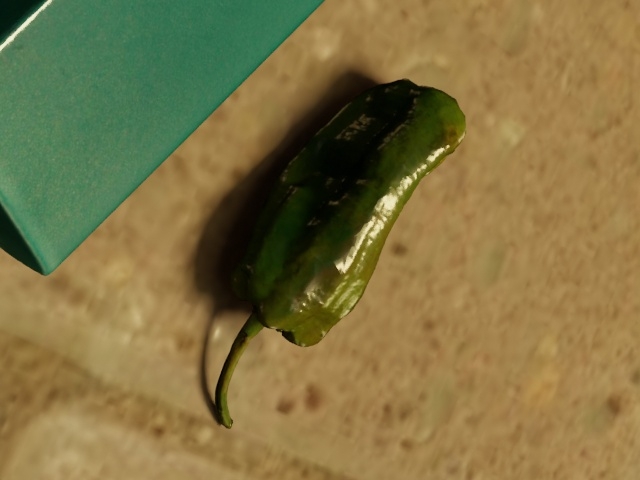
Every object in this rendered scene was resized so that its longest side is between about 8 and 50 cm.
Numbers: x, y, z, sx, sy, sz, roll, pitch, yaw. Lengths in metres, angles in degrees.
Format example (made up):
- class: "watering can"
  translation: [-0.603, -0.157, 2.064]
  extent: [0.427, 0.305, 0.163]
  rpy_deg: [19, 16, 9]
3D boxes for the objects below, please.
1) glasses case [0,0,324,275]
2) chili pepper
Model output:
- class: "glasses case"
  translation: [-0.063, -0.130, 0.782]
  extent: [0.301, 0.070, 0.117]
  rpy_deg: [-48, 138, -23]
- class: "chili pepper"
  translation: [0.002, 0.001, 0.866]
  extent: [0.073, 0.072, 0.204]
  rpy_deg: [42, 77, -29]
